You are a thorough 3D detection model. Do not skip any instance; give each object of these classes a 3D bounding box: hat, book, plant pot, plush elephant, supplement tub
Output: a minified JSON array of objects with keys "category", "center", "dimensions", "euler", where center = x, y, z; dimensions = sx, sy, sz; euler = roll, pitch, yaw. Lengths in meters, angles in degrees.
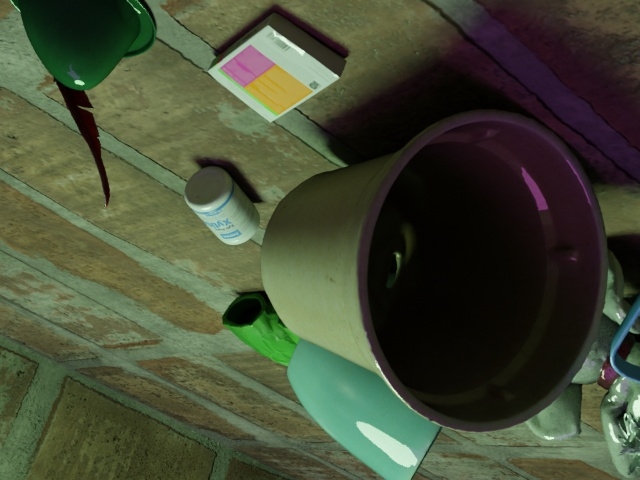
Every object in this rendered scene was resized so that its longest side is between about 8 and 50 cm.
[{"category":"hat","center":[-0.283,-0.180,1.208],"dimensions":[0.209,0.183,0.173],"euler":[24,156,-11]},{"category":"book","center":[-0.051,-0.187,1.211],"dimensions":[0.096,0.035,0.144],"euler":[32,154,-22]},{"category":"plant pot","center":[0.094,0.180,1.625],"dimensions":[0.235,0.293,0.293],"euler":[30,159,10]},{"category":"plant pot","center":[0.097,0.026,1.270],"dimensions":[0.334,0.333,0.305],"euler":[32,165,-29]},{"category":"plush elephant","center":[0.395,0.156,1.404],"dimensions":[0.330,0.255,0.271],"euler":[-3,134,-46]},{"category":"supplement tub","center":[-0.135,-0.048,1.540],"dimensions":[0.071,0.071,0.107],"euler":[6,153,28]}]

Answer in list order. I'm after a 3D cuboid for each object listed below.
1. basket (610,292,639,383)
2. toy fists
[{"category":"basket","center":[0.445,0.056,1.087],"dimensions":[0.255,0.201,0.288],"euler":[16,129,5]},{"category":"toy fists","center":[-0.034,0.152,1.890],"dimensions":[0.279,0.096,0.142],"euler":[-4,138,46]}]
